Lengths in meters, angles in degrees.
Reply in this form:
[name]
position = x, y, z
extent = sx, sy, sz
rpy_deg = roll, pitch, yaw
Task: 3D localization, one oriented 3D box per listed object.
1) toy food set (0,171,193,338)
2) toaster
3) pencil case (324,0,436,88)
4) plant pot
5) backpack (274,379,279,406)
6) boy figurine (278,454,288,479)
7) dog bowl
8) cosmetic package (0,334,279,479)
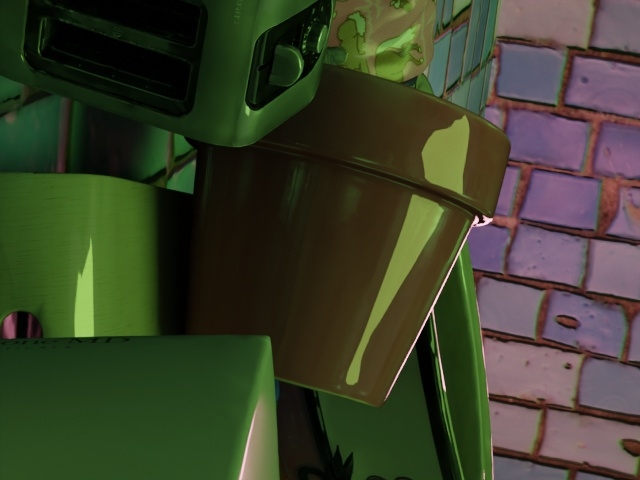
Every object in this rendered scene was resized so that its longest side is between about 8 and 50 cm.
[toy food set]
position = -0.135, 0.078, 0.959
extent = 0.306, 0.092, 0.220
rpy_deg = 7, 82, -79
[toaster]
position = -0.080, -0.157, 0.793
extent = 0.110, 0.185, 0.168
rpy_deg = -52, 158, -60
[pencil case]
position = 0.012, -0.286, 1.123
extent = 0.167, 0.160, 0.386
rpy_deg = -114, -160, -50
[plant pot]
position = 0.000, 0.000, 0.972
extent = 0.201, 0.201, 0.180
rpy_deg = 35, 70, -77
[backpack]
position = -0.082, 0.123, 1.167
extent = 0.120, 0.101, 0.098
rpy_deg = 4, 103, -79
[boy figurine]
position = -0.073, 0.296, 1.345
extent = 0.177, 0.092, 0.285
rpy_deg = 97, 2, -70
[dog bowl]
position = 0.047, 0.064, 1.364
extent = 0.408, 0.150, 0.408
rpy_deg = -8, 90, -80
[cosmetic package]
position = -0.118, 0.147, 0.598
extent = 0.365, 0.196, 0.155
rpy_deg = -91, 179, -80
